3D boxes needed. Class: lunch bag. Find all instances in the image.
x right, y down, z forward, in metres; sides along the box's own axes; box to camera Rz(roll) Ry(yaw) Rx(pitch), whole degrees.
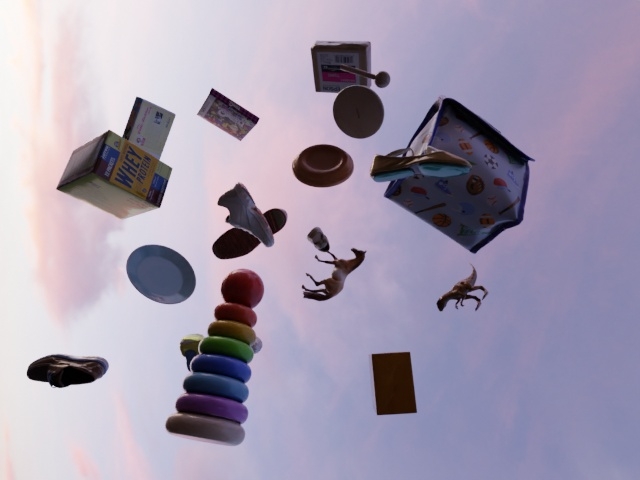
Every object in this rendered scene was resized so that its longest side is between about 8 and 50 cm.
[{"bbox_3d":[0.413,-0.222,1.182,0.328,0.385,0.239,34,-36,-5],"label":"lunch bag"}]

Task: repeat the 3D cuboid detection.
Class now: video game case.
[{"bbox_3d":[-0.413,-0.552,1.831,0.210,0.232,0.041,-17,-131,57],"label":"video game case"}]

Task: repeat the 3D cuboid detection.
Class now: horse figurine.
[{"bbox_3d":[0.039,0.124,1.483,0.175,0.263,0.066,18,-31,22],"label":"horse figurine"}]

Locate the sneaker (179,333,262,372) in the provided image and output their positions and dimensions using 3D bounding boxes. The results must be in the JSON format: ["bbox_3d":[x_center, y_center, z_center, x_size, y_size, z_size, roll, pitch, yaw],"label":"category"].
[{"bbox_3d":[-0.264,0.317,1.115,0.240,0.091,0.126,-2,-84,19],"label":"sneaker"}]

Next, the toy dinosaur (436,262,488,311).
[{"bbox_3d":[0.409,0.128,1.146,0.112,0.212,0.064,38,-34,31],"label":"toy dinosaur"}]

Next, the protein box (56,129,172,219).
[{"bbox_3d":[-0.572,-0.174,1.155,0.201,0.200,0.135,-10,-119,35],"label":"protein box"}]

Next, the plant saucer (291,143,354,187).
[{"bbox_3d":[0.007,-0.246,1.310,0.200,0.200,0.037,42,-28,31],"label":"plant saucer"}]

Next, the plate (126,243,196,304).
[{"bbox_3d":[-0.420,0.091,1.089,0.024,0.188,0.188,-44,-113,31],"label":"plate"}]

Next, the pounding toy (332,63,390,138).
[{"bbox_3d":[0.147,-0.478,1.414,0.183,0.110,0.236,19,-50,14],"label":"pounding toy"}]

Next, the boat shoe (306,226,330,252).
[{"bbox_3d":[0.000,0.000,1.155,0.045,0.135,0.050,43,-90,20],"label":"boat shoe"}]

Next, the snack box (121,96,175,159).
[{"bbox_3d":[-0.810,-0.473,1.906,0.060,0.187,0.321,25,-84,29],"label":"snack box"}]

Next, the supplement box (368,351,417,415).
[{"bbox_3d":[0.240,0.482,1.415,0.129,0.194,0.191,-4,-106,2],"label":"supplement box"}]

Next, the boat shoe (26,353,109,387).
[{"bbox_3d":[-0.606,0.309,0.972,0.066,0.183,0.066,-105,-170,-75],"label":"boat shoe"}]

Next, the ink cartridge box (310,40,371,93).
[{"bbox_3d":[0.088,-0.713,1.704,0.235,0.088,0.193,8,-41,16],"label":"ink cartridge box"}]

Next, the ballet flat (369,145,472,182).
[{"bbox_3d":[0.223,-0.182,0.944,0.233,0.080,0.073,-1,-106,24],"label":"ballet flat"}]

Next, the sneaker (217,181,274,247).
[{"bbox_3d":[-0.255,-0.069,1.410,0.262,0.121,0.099,61,-2,-29],"label":"sneaker"}]

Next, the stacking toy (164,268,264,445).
[{"bbox_3d":[-0.180,0.209,0.801,0.141,0.141,0.330,-23,-134,42],"label":"stacking toy"}]

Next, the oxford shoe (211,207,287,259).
[{"bbox_3d":[-0.320,-0.028,1.936,0.397,0.146,0.140,-25,-84,9],"label":"oxford shoe"}]
